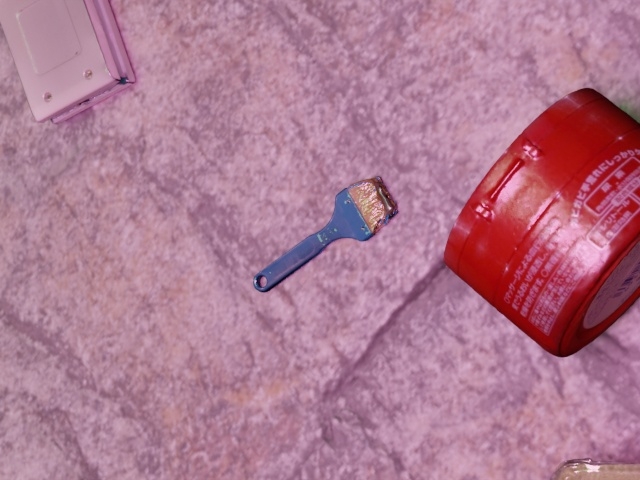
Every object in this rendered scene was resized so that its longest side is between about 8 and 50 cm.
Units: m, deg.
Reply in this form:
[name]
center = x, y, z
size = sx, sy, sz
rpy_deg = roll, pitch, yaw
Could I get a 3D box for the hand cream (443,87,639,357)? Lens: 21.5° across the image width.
[hand cream]
center = 0.204, -0.012, 1.340
size = 0.125, 0.193, 0.193
rpy_deg = 43, 109, 20

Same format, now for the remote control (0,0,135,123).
[remote control]
center = -0.274, -0.262, 1.669
size = 0.103, 0.055, 0.277
rpy_deg = -25, 80, 26

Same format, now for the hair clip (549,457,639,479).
[hair clip]
center = 0.232, 0.335, 1.380
size = 0.138, 0.091, 0.321
rpy_deg = 3, 91, 4

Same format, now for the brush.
[brush]
center = 0.000, 0.000, 1.548
size = 0.164, 0.014, 0.051
rpy_deg = -37, 73, 24
